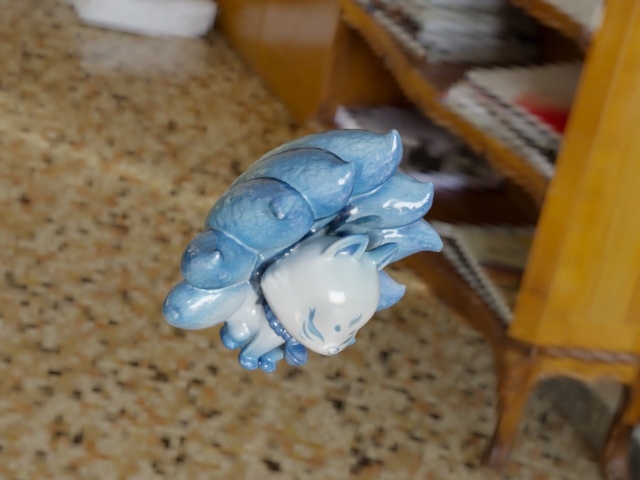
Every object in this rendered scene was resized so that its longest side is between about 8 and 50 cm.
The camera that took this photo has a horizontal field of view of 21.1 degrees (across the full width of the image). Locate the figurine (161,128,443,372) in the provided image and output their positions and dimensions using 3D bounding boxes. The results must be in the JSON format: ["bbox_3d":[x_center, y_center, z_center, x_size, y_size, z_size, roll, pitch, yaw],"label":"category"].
[{"bbox_3d":[0.000,0.000,0.645,0.114,0.114,0.079,-1,47,-27],"label":"figurine"}]
